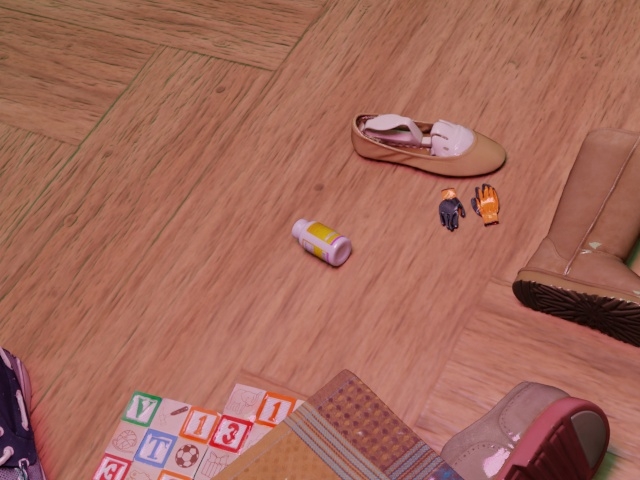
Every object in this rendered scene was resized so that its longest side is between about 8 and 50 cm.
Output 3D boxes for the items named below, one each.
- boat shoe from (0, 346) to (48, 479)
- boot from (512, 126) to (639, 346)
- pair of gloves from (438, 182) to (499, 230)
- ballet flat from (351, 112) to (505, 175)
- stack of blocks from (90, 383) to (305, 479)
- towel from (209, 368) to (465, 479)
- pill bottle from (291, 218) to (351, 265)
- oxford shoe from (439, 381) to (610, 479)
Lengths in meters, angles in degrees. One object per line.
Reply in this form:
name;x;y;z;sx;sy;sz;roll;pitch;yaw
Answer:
boat shoe;-0.434;0.258;1.232;0.127;0.158;0.340;-26;51;-2
boot;0.392;-0.014;1.220;0.236;0.089;0.269;20;62;29
pair of gloves;0.205;-0.048;1.351;0.083;0.010;0.074;-9;53;12
ballet flat;0.148;-0.142;1.399;0.232;0.073;0.080;8;58;22
stack of blocks;-0.103;0.268;1.165;0.297;0.087;0.171;10;58;24
towel;-0.030;0.325;0.983;0.370;0.040;0.271;-38;51;-15
pill bottle;0.000;0.000;1.359;0.083;0.043;0.043;30;68;32
oxford shoe;0.162;0.297;1.068;0.348;0.123;0.130;-41;27;-12
